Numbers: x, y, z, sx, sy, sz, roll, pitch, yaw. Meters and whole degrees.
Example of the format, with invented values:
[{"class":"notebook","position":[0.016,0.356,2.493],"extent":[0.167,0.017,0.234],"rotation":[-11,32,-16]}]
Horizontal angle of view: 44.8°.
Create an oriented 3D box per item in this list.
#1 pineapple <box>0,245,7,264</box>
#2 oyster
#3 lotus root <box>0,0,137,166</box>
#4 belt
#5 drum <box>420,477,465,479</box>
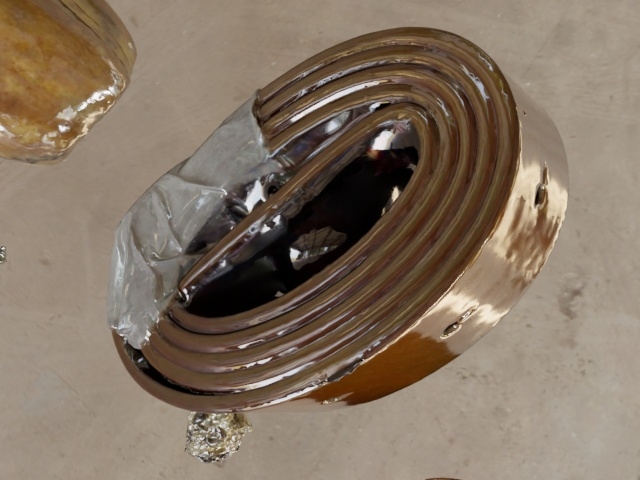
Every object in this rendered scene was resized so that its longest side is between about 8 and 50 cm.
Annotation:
[{"class":"pineapple","position":[-0.650,-0.021,1.421],"extent":[0.198,0.108,0.108],"rotation":[37,76,11]},{"class":"oyster","position":[-0.166,0.303,1.281],"extent":[0.106,0.056,0.177],"rotation":[1,120,-22]},{"class":"lotus root","position":[-0.415,-0.241,1.108],"extent":[0.250,0.316,0.316],"rotation":[32,80,-17]},{"class":"belt","position":[0.000,0.000,0.546],"extent":[0.122,0.339,0.217],"rotation":[17,44,-55]},{"class":"drum","position":[0.240,0.580,1.169],"extent":[0.431,0.431,0.214],"rotation":[16,111,-25]}]
